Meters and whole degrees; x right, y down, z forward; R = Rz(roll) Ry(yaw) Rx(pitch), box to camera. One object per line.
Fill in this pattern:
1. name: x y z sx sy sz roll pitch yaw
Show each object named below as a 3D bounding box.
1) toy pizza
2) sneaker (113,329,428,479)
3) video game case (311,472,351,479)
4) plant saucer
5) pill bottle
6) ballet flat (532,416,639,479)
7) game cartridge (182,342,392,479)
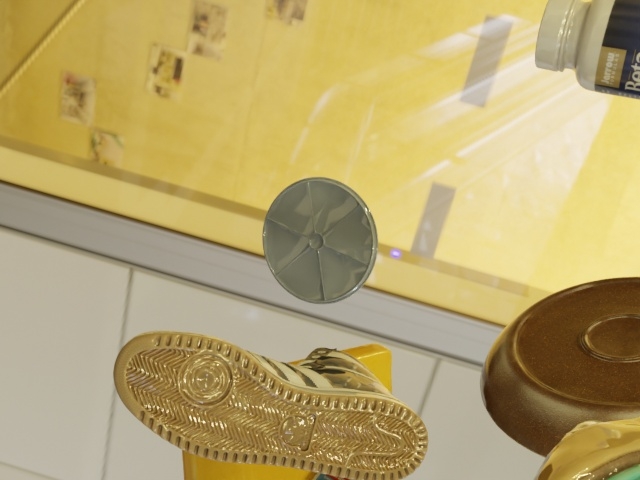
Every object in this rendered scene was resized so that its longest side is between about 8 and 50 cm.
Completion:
1. toy pizza: 0.000 0.000 1.259 0.032 0.201 0.201 -11 119 -64
2. sneaker: -0.051 0.142 0.751 0.153 0.282 0.099 -143 -109 -78
3. video game case: -0.013 0.386 0.871 0.285 0.025 0.204 -50 -151 -17
4. plant saucer: 0.318 0.117 0.829 0.310 0.311 0.050 -68 146 -62
5. pill bottle: 0.283 -0.173 0.709 0.094 0.169 0.094 -48 146 -48
6. ballet flat: 0.160 0.116 0.388 0.073 0.232 0.080 28 -67 55
7. game cartridge: -0.031 0.312 1.018 0.053 0.285 0.323 14 -71 59
